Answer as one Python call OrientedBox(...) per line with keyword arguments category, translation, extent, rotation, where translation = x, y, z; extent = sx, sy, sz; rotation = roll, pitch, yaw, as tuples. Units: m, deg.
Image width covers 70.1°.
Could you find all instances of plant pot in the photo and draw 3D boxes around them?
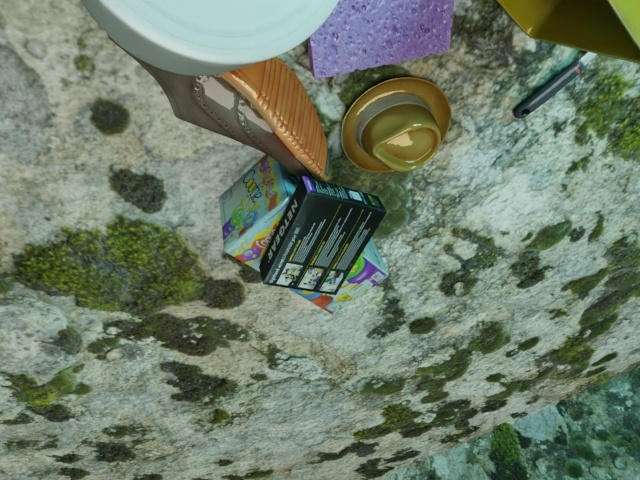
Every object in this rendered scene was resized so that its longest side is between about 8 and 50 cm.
OrientedBox(category="plant pot", translation=(0.332, -0.371, 0.547), extent=(0.212, 0.212, 0.187), rotation=(24, 108, -34))

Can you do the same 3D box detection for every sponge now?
OrientedBox(category="sponge", translation=(0.083, -0.307, 0.641), extent=(0.210, 0.031, 0.117), rotation=(-14, 135, -4))

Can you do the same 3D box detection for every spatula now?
OrientedBox(category="spatula", translation=(0.441, -0.311, 0.745), extent=(0.084, 0.030, 0.296), rotation=(27, 121, -34))

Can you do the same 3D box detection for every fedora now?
OrientedBox(category="fedora", translation=(0.133, -0.170, 0.752), extent=(0.194, 0.079, 0.194), rotation=(-8, 134, -8))

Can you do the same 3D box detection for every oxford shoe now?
OrientedBox(category="oxford shoe", translation=(-0.118, -0.199, 0.640), extent=(0.132, 0.130, 0.363), rotation=(-23, 131, 30))

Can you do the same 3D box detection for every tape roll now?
OrientedBox(category="tape roll", translation=(-0.108, -0.280, 0.410), extent=(0.246, 0.169, 0.246), rotation=(-7, 108, -21))

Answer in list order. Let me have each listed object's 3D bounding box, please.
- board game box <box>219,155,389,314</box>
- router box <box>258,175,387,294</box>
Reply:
OrientedBox(category="board game box", translation=(-0.027, -0.005, 0.816), extent=(0.142, 0.144, 0.275), rotation=(-38, 131, 19))
OrientedBox(category="router box", translation=(0.000, 0.000, 0.696), extent=(0.133, 0.046, 0.179), rotation=(12, 124, -27))
